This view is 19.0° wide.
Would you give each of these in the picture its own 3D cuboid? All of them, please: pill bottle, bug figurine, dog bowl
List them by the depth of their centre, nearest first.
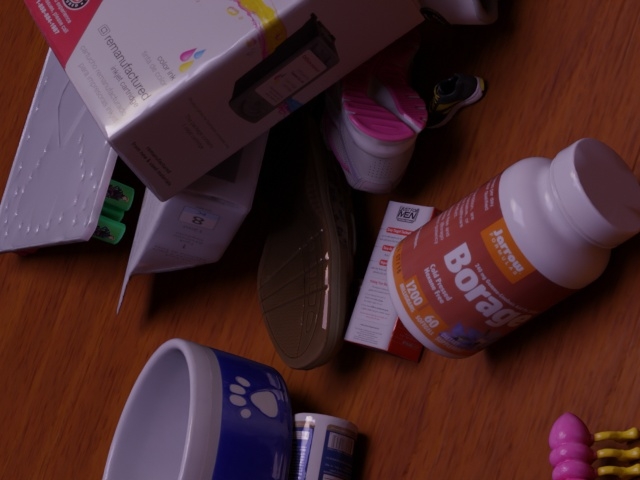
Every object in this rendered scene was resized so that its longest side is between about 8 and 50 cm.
[{"bbox_3d":[0.247,0.207,1.461,0.279,0.072,0.216,-34,46,38],"label":"bug figurine"},{"bbox_3d":[0.168,0.005,1.633,0.216,0.121,0.121,-36,46,37],"label":"pill bottle"},{"bbox_3d":[-0.006,0.226,1.782,0.067,0.067,0.120,-11,62,49],"label":"pill bottle"},{"bbox_3d":[-0.126,0.234,1.842,0.265,0.104,0.265,-163,90,-71],"label":"dog bowl"}]

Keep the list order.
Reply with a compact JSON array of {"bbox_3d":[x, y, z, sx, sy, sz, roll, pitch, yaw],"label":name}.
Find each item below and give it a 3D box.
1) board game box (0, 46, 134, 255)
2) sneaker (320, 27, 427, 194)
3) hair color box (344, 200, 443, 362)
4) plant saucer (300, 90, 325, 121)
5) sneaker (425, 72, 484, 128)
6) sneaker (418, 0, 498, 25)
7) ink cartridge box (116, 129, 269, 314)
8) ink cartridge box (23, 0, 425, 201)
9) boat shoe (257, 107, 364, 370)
[{"bbox_3d":[-0.269,-0.170,2.296,0.390,0.050,0.390,-6,66,64],"label":"board game box"},{"bbox_3d":[0.042,-0.138,1.891,0.252,0.103,0.111,-89,11,-52],"label":"sneaker"},{"bbox_3d":[0.078,0.038,1.799,0.072,0.043,0.141,12,82,54],"label":"hair color box"},{"bbox_3d":[-0.051,-0.147,2.076,0.198,0.036,0.199,-30,48,41],"label":"plant saucer"},{"bbox_3d":[0.120,-0.139,1.849,0.083,0.035,0.031,-36,45,36],"label":"sneaker"},{"bbox_3d":[0.192,-0.351,1.825,0.146,0.122,0.331,28,95,39],"label":"sneaker"},{"bbox_3d":[-0.121,-0.107,2.036,0.385,0.091,0.308,123,161,-65],"label":"ink cartridge box"},{"bbox_3d":[-0.095,-0.220,1.795,0.306,0.131,0.226,-36,55,3],"label":"ink cartridge box"},{"bbox_3d":[0.000,0.000,1.891,0.104,0.089,0.285,-27,53,38],"label":"boat shoe"}]
